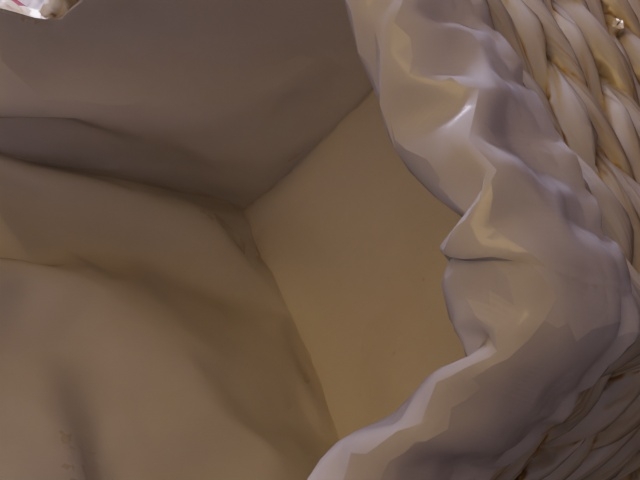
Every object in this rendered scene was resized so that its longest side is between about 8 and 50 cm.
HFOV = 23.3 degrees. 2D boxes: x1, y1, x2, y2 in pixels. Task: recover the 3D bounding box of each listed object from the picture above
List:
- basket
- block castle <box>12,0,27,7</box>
[{"bbox_3d":[0.000,0.000,0.591,0.328,0.266,0.331,-46,52,34],"label":"basket"},{"bbox_3d":[-0.343,0.037,0.814,0.303,0.213,0.453,-34,21,38],"label":"block castle"}]
